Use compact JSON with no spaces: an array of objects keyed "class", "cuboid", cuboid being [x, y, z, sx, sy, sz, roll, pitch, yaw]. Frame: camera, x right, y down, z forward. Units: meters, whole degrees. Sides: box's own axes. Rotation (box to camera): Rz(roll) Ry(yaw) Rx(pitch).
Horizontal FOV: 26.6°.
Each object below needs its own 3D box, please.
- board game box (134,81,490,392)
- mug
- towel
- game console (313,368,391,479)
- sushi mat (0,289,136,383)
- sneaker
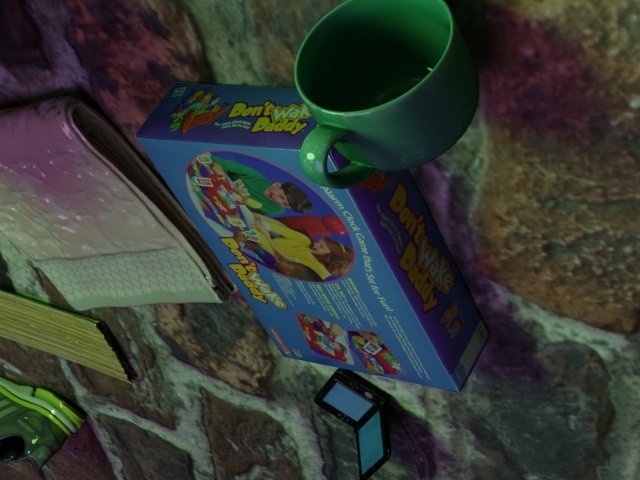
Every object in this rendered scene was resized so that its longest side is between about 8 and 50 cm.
[{"class":"board game box","cuboid":[0.000,0.000,1.337,0.233,0.078,0.347,8,143,36]},{"class":"mug","cuboid":[0.046,-0.111,1.051,0.097,0.158,0.129,55,-175,-48]},{"class":"towel","cuboid":[-0.289,-0.033,1.592,0.332,0.053,0.317,-4,134,45]},{"class":"game console","cuboid":[0.038,0.226,1.650,0.107,0.071,0.122,32,150,0]},{"class":"sushi mat","cuboid":[-0.420,0.123,1.981,0.317,0.019,0.151,15,146,26]},{"class":"sneaker","cuboid":[-0.530,0.301,2.252,0.300,0.121,0.111,3,139,41]}]
